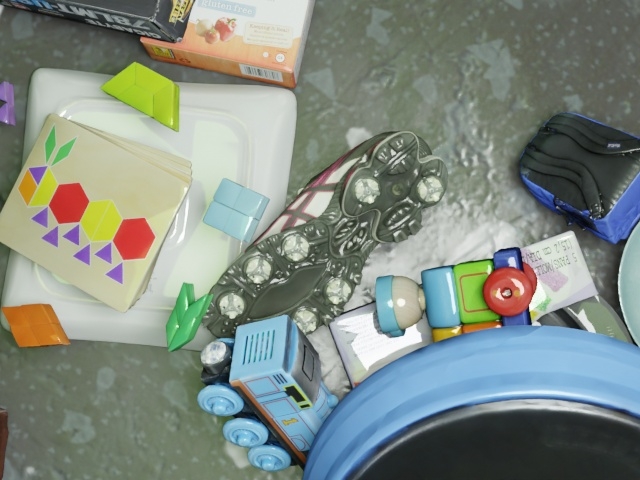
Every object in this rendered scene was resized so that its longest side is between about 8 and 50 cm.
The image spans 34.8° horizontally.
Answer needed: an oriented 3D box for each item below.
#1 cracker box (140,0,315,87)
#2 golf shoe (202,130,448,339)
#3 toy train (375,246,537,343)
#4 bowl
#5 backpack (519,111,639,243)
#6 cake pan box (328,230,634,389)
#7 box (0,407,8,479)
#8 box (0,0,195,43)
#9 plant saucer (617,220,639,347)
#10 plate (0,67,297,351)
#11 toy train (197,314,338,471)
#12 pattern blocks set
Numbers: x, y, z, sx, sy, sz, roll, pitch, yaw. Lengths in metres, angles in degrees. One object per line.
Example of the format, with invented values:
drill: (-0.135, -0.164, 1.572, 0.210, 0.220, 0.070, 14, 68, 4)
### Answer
cracker box: (-0.077, -0.286, 1.033, 0.156, 0.067, 0.232, 12, 83, 2)
golf shoe: (0.000, 0.000, 0.983, 0.273, 0.120, 0.105, -39, 111, -1)
toy train: (0.134, 0.137, 0.914, 0.144, 0.105, 0.247, -8, 91, 15)
bowl: (0.174, 0.255, 0.866, 0.392, 0.077, 0.391, 2, 118, 5)
backpack: (0.258, -0.059, 0.993, 0.120, 0.101, 0.098, 34, 80, 36)
cake pan box: (0.170, 0.145, 0.987, 0.267, 0.070, 0.245, -19, 86, -2)
box: (-0.505, 0.206, 0.921, 0.382, 0.191, 0.143, 6, 84, 1)
box: (-0.231, -0.365, 1.004, 0.296, 0.073, 0.293, 15, 86, 19)
plant saucer: (0.377, 0.047, 1.002, 0.195, 0.037, 0.194, 1, 85, -8)
plate: (-0.173, -0.033, 1.018, 0.278, 0.045, 0.277, 6, 84, 0)
toy train: (-0.038, 0.149, 0.938, 0.105, 0.184, 0.080, -14, 43, 21)
pattern blocks set: (-0.219, -0.032, 0.965, 0.325, 0.026, 0.285, 36, 94, 19)
